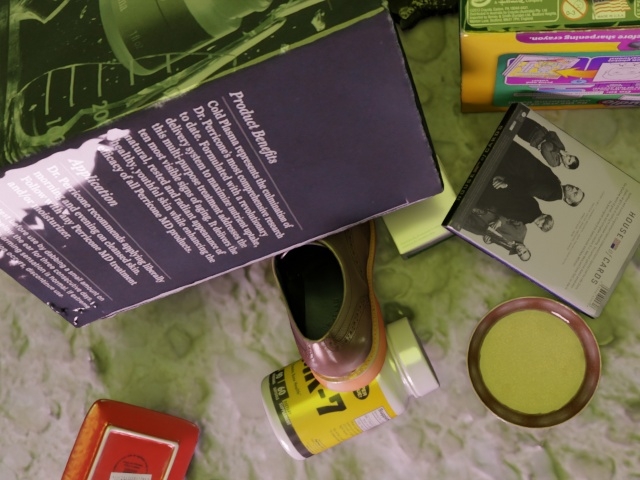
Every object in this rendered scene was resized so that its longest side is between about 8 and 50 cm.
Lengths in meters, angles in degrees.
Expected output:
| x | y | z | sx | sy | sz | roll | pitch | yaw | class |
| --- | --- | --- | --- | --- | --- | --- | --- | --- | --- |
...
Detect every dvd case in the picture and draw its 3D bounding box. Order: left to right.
| x | y | z | sx | sy | sz | roll | pitch | yaw | class |
| --- | --- | --- | --- | --- | --- | --- | --- | --- | --- |
| 0.295 | -0.035 | 0.968 | 0.238 | 0.029 | 0.179 | 31 | 89 | -13 | dvd case |

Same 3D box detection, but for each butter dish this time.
| x | y | z | sx | sy | sz | roll | pitch | yaw | class |
| --- | --- | --- | --- | --- | --- | --- | --- | --- | --- |
| -0.271 | 0.294 | 1.045 | 0.160 | 0.118 | 0.160 | 23 | 84 | -28 | butter dish |

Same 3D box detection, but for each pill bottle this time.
| x | y | z | sx | sy | sz | roll | pitch | yaw | class |
| --- | --- | --- | --- | --- | --- | --- | --- | --- | --- |
| 0.039 | 0.187 | 0.991 | 0.208 | 0.119 | 0.119 | -27 | 78 | 6 | pill bottle |

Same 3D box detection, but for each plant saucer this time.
| x | y | z | sx | sy | sz | roll | pitch | yaw | class |
| --- | --- | --- | --- | --- | --- | --- | --- | --- | --- |
| 0.274 | 0.157 | 0.995 | 0.168 | 0.029 | 0.169 | -2 | 82 | 12 | plant saucer |

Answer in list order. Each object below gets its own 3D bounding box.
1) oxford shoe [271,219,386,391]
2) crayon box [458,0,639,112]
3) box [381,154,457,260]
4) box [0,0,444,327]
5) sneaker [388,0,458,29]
| x | y | z | sx | sy | sz | roll | pitch | yaw | class |
| --- | --- | --- | --- | --- | --- | --- | --- | --- | --- |
| 0.000 | 0.000 | 0.969 | 0.129 | 0.133 | 0.364 | -22 | 53 | 11 | oxford shoe |
| 0.344 | -0.237 | 0.886 | 0.362 | 0.313 | 0.106 | 0 | 86 | 11 | crayon box |
| 0.132 | -0.042 | 1.018 | 0.101 | 0.087 | 0.102 | -26 | 78 | 6 | box |
| -0.162 | -0.225 | 0.916 | 0.471 | 0.297 | 0.480 | -20 | 54 | 6 | box |
| 0.139 | -0.326 | 1.076 | 0.170 | 0.051 | 0.089 | 29 | 89 | 18 | sneaker |
